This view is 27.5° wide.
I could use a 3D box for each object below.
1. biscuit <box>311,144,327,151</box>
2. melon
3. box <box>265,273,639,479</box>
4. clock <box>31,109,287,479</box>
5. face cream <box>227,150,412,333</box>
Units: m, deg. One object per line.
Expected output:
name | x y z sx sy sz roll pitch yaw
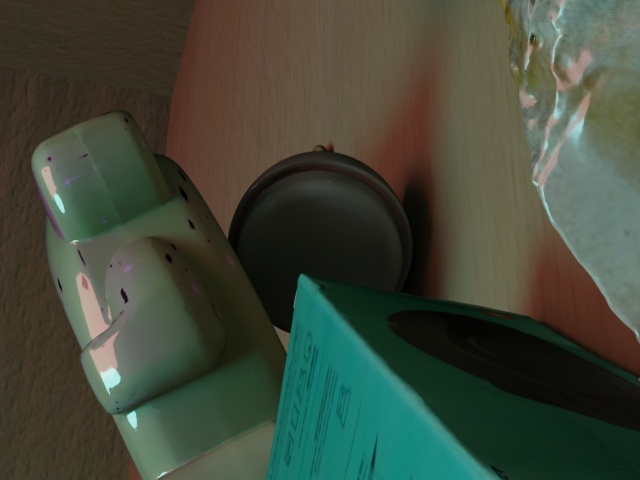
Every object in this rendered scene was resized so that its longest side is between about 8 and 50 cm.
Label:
biscuit | -0.009 -0.015 1.143 0.071 0.018 0.147 127 150 -64
melon | 0.112 -0.064 0.410 0.139 0.093 0.203 133 141 -57
box | 0.051 0.140 0.457 0.311 0.118 0.205 -142 60 -78
clock | -0.081 0.093 0.808 0.309 0.114 0.284 63 171 15
face cream | 0.000 0.000 0.838 0.104 0.117 0.117 -87 10 -71
